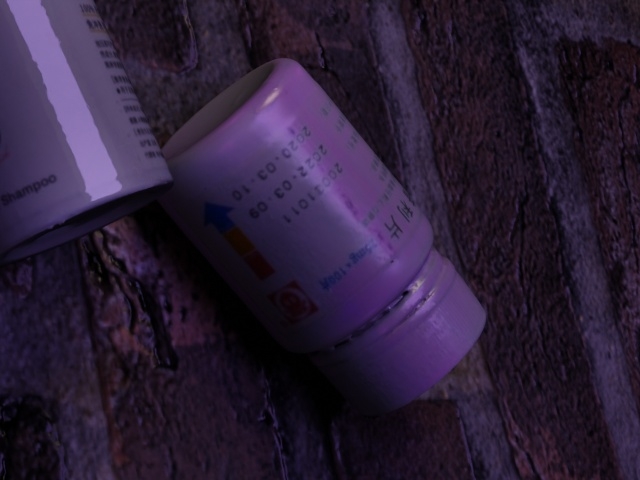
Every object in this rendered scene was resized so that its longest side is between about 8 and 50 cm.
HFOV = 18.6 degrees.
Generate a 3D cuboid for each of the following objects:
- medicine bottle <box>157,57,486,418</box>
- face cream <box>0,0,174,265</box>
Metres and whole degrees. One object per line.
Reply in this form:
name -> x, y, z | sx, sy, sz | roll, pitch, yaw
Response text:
medicine bottle -> 0.000, 0.000, 1.472 | 0.254, 0.152, 0.152 | 49, 44, -14
face cream -> -0.240, -0.175, 1.333 | 0.145, 0.145, 0.369 | -22, 85, -48
